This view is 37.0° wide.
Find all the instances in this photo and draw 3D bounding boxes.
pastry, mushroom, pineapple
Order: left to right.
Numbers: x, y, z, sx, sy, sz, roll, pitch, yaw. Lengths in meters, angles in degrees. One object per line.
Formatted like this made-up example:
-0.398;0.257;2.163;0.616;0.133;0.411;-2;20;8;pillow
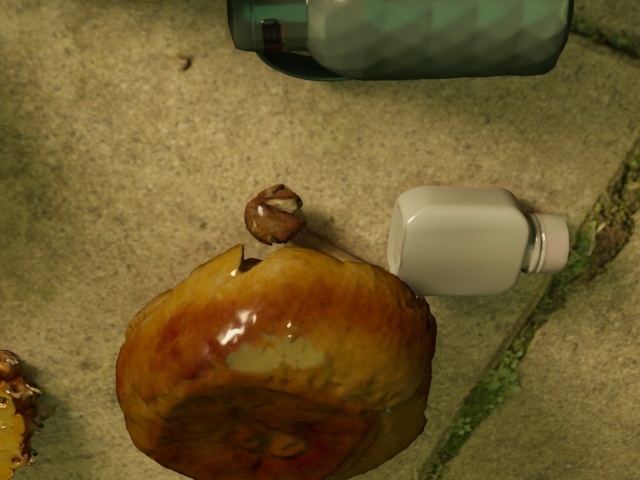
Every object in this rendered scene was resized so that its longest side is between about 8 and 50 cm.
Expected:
-0.377;0.217;1.098;0.135;0.079;0.233;10;122;-16;pineapple
-0.045;0.147;1.025;0.356;0.164;0.356;-3;139;-2;pastry
0.000;0.000;1.015;0.187;0.060;0.061;29;105;-31;mushroom

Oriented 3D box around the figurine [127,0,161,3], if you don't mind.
-0.225;-0.290;0.734;0.332;0.204;0.185;8;93;11;figurine

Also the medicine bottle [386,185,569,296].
0.168;0.002;1.025;0.183;0.069;0.119;1;123;-6;medicine bottle

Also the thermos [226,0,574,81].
0.062;-0.205;0.841;0.286;0.145;0.182;-3;158;-2;thermos
